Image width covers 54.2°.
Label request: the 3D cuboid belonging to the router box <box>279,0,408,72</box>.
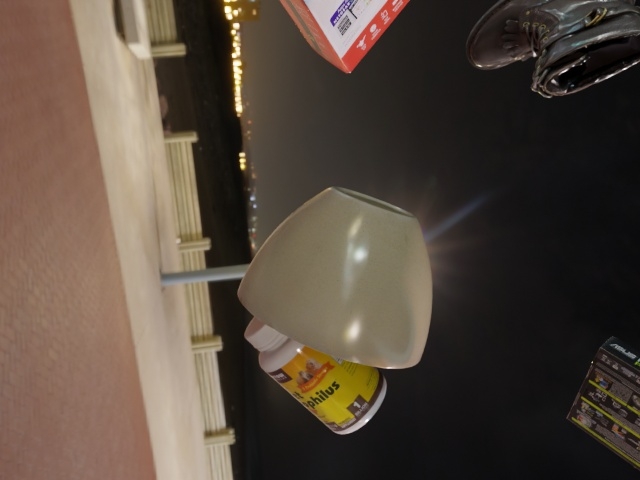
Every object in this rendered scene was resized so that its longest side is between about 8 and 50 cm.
[{"bbox_3d":[0.068,-0.413,0.745,0.082,0.335,0.301,41,4,23],"label":"router box"}]

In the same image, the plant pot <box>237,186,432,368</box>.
[{"bbox_3d":[0.046,0.032,0.905,0.284,0.284,0.191,-120,-131,-75],"label":"plant pot"}]

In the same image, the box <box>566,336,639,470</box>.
[{"bbox_3d":[0.647,0.349,1.227,0.270,0.060,0.216,35,-46,37],"label":"box"}]

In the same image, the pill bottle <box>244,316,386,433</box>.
[{"bbox_3d":[-0.010,0.183,0.941,0.215,0.117,0.117,44,3,-13],"label":"pill bottle"}]

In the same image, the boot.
[{"bbox_3d":[0.292,-0.253,0.798,0.091,0.263,0.229,50,42,-24],"label":"boot"}]
